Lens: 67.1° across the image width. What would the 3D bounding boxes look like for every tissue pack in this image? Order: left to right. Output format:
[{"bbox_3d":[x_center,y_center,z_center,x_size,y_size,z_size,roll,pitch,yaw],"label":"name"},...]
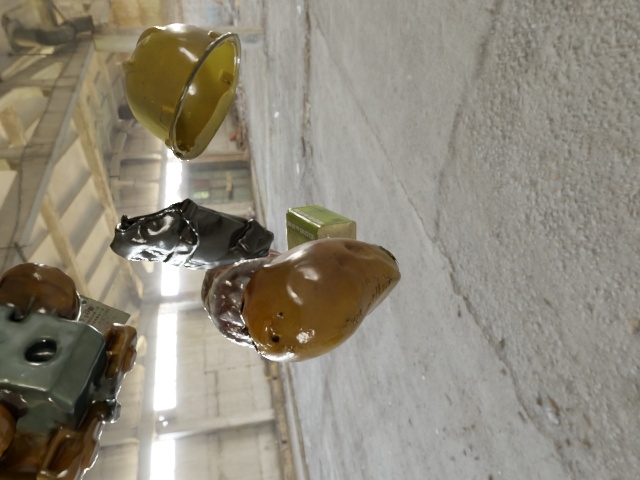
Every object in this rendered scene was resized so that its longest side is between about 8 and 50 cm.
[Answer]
[{"bbox_3d":[0.000,0.000,1.743,0.275,0.167,0.200,-148,54,-60],"label":"tissue pack"}]

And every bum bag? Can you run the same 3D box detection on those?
[{"bbox_3d":[-0.189,0.001,0.817,0.326,0.142,0.079,11,-130,-58],"label":"bum bag"}]

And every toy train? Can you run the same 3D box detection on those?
[{"bbox_3d":[-0.366,0.128,0.434,0.163,0.369,0.231,-85,12,-48],"label":"toy train"}]

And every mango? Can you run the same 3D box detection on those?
[{"bbox_3d":[0.010,0.072,0.647,0.156,0.249,0.151,29,123,44],"label":"mango"}]

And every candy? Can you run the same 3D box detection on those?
[{"bbox_3d":[-0.127,0.127,1.077,0.157,0.289,0.214,35,98,54],"label":"candy"}]

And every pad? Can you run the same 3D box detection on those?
[{"bbox_3d":[-0.647,0.284,1.291,0.009,0.159,0.265,30,87,50],"label":"pad"}]

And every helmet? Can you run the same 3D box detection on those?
[{"bbox_3d":[-0.228,-0.245,0.750,0.205,0.140,0.257,-61,6,-10],"label":"helmet"}]
